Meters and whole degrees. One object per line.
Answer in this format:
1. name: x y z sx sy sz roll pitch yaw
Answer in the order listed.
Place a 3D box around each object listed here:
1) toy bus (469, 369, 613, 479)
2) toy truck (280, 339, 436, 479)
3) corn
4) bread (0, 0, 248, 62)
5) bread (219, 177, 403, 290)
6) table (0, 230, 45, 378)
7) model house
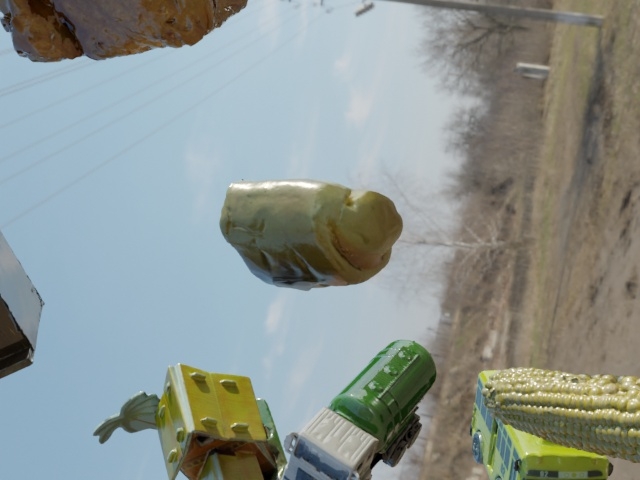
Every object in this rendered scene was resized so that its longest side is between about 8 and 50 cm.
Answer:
1. toy bus: 0.305 0.297 1.004 0.262 0.128 0.150 -94 7 -75
2. toy truck: 0.057 0.218 0.849 0.242 0.101 0.125 -34 -34 -50
3. corn: 0.282 0.167 0.674 0.086 0.288 0.087 1 -92 -35
4. bread: -0.136 -0.200 0.451 0.158 0.149 0.143 -82 -18 -56
5. bread: 0.000 0.000 1.453 0.300 0.341 0.210 34 -120 -64
6. table: -0.485 0.088 0.909 0.169 0.172 0.193 69 171 -25
7. model house: -0.254 0.420 1.335 0.324 0.340 0.300 70 176 -49
